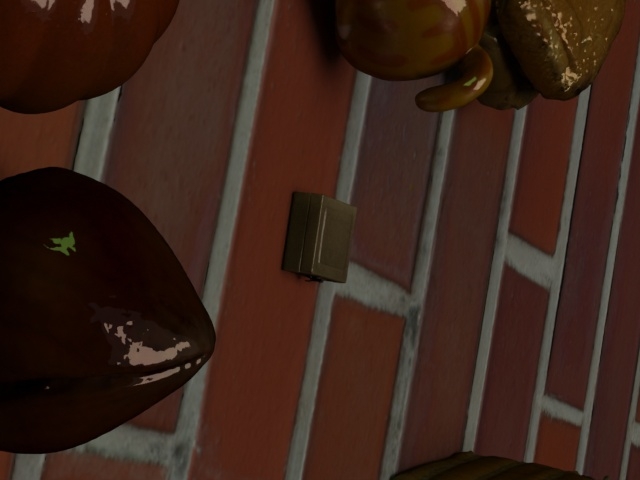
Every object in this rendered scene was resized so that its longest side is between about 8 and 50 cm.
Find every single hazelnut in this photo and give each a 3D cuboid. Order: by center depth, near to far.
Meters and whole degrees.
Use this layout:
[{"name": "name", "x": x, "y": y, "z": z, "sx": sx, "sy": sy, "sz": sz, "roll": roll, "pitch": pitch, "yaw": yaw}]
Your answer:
[{"name": "hazelnut", "x": -0.170, "y": 0.052, "z": 1.177, "sx": 0.208, "sy": 0.208, "sz": 0.208, "roll": -19, "pitch": 112, "yaw": -60}]

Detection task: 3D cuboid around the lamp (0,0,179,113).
[{"name": "lamp", "x": -0.195, "y": -0.188, "z": 1.097, "sx": 0.223, "sy": 0.196, "sz": 0.223, "roll": 15, "pitch": 60, "yaw": -28}]

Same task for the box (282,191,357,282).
[{"name": "box", "x": 0.000, "y": 0.000, "z": 1.676, "sx": 0.079, "sy": 0.035, "sz": 0.083, "roll": 20, "pitch": 78, "yaw": -62}]

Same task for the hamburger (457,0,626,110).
[{"name": "hamburger", "x": 0.244, "y": -0.311, "z": 1.953, "sx": 0.318, "sy": 0.158, "sz": 0.319, "roll": -20, "pitch": 112, "yaw": -59}]

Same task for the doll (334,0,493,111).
[{"name": "doll", "x": 0.068, "y": -0.272, "z": 1.631, "sx": 0.167, "sy": 0.162, "sz": 0.270, "roll": -52, "pitch": 130, "yaw": -24}]

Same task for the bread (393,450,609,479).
[{"name": "bread", "x": 0.233, "y": 0.322, "z": 1.967, "sx": 0.246, "sy": 0.239, "sz": 0.111, "roll": -6, "pitch": 105, "yaw": -64}]
